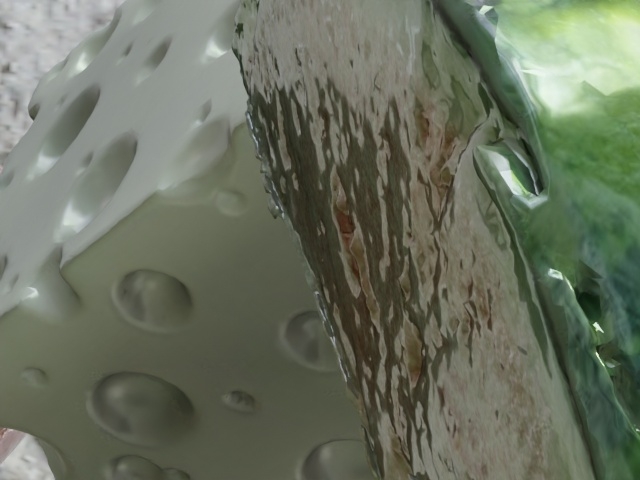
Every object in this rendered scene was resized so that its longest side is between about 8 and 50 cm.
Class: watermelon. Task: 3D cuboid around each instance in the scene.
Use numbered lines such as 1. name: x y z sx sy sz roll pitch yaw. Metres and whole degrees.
1. watermelon: 0.068 0.005 0.439 0.180 0.305 0.224 -39 138 20

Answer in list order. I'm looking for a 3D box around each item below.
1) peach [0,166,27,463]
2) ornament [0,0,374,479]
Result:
1. peach: -0.274 0.040 1.086 0.232 0.232 0.257 -61 167 -18
2. ornament: 0.000 0.000 0.814 0.240 0.240 0.239 39 35 -23
